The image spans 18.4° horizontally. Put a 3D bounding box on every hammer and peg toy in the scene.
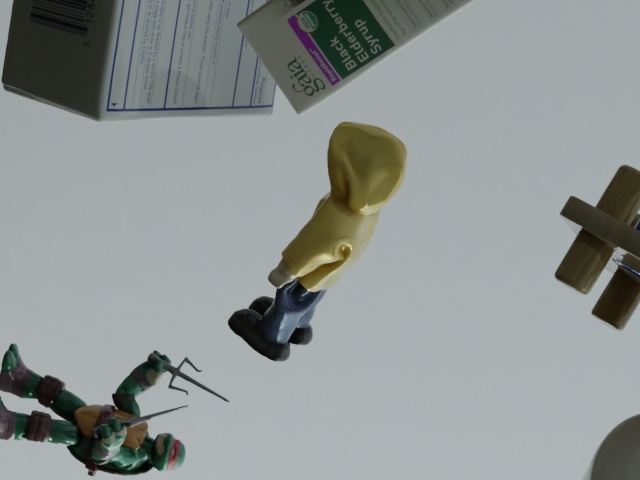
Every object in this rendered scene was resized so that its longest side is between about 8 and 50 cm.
[{"bbox_3d":[0.365,0.063,1.888,0.266,0.127,0.361,30,-2,22],"label":"hammer and peg toy"}]

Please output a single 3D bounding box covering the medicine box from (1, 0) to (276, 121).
[{"bbox_3d":[-0.168,-0.270,2.080,0.149,0.289,0.263,18,-75,34],"label":"medicine box"}]

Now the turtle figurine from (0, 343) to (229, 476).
[{"bbox_3d":[-0.216,0.182,1.994,0.175,0.234,0.118,-87,-168,-71],"label":"turtle figurine"}]

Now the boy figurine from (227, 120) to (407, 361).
[{"bbox_3d":[0.000,0.000,2.123,0.092,0.177,0.285,35,-58,13],"label":"boy figurine"}]

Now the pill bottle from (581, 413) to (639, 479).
[{"bbox_3d":[0.320,0.298,1.985,0.160,0.160,0.283,60,-20,24],"label":"pill bottle"}]

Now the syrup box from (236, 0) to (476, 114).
[{"bbox_3d":[0.057,-0.204,1.589,0.237,0.096,0.093,-31,-83,30],"label":"syrup box"}]
